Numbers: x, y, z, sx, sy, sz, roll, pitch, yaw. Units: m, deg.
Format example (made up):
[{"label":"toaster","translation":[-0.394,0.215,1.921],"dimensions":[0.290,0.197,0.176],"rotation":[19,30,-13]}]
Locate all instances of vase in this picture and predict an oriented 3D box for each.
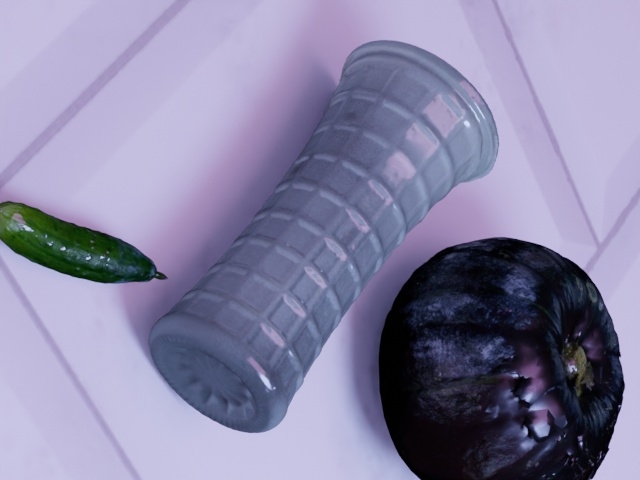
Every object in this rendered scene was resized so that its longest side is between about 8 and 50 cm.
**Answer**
[{"label":"vase","translation":[0.000,0.000,1.369],"dimensions":[0.299,0.143,0.143],"rotation":[-52,127,-30]}]

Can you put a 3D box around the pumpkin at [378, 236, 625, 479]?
[{"label":"pumpkin","translation":[0.150,0.112,1.516],"dimensions":[0.233,0.163,0.233],"rotation":[19,67,-53]}]

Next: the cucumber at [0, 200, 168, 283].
[{"label":"cucumber","translation":[-0.165,0.007,1.248],"dimensions":[0.155,0.037,0.037],"rotation":[23,74,-45]}]
